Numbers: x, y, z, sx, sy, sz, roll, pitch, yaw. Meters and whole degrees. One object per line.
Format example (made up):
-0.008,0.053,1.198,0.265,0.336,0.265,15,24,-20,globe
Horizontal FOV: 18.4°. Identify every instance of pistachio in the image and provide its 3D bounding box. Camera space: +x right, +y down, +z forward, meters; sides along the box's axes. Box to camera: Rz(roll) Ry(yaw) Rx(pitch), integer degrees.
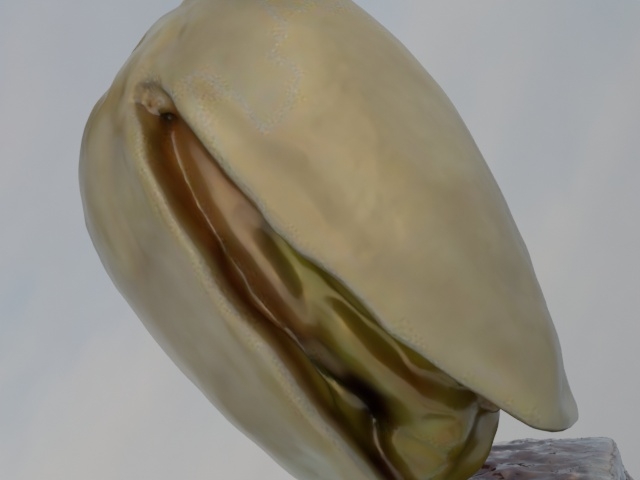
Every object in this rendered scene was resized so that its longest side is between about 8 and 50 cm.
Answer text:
0.000,0.000,0.967,0.187,0.299,0.187,-33,-17,-11,pistachio

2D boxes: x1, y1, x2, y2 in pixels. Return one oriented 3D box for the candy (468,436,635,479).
0.112,0.220,1.050,0.289,0.157,0.214,-64,-28,-72,candy
